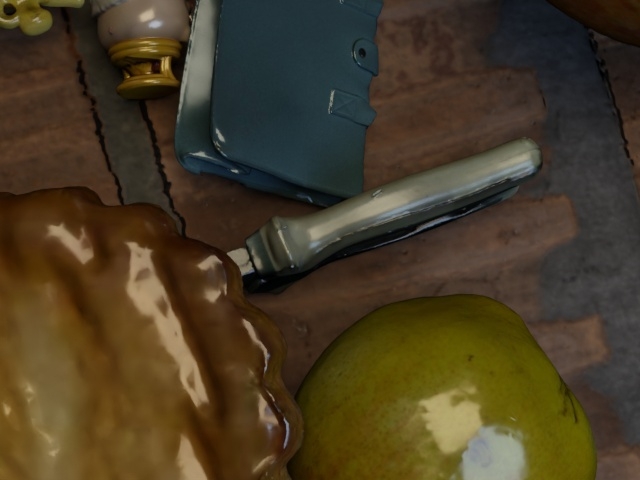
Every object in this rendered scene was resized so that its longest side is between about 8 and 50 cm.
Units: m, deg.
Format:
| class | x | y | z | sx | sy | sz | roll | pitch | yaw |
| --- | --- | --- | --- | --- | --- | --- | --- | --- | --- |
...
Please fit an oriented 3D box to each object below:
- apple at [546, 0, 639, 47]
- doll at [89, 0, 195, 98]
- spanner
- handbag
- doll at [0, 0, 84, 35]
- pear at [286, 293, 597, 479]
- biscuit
| class | x | y | z | sx | sy | sz | roll | pitch | yaw |
| --- | --- | --- | --- | --- | --- | --- | --- | --- | --- |
| apple | 0.292 | -0.302 | 1.047 | 0.400 | 0.400 | 0.333 | -45 | 117 | -14 |
| doll | -0.120 | -0.167 | 1.125 | 0.084 | 0.073 | 0.127 | -1 | 81 | -35 |
| spanner | 0.000 | 0.000 | 1.084 | 0.325 | 0.095 | 0.040 | -20 | 80 | -12 |
| handbag | -0.021 | -0.143 | 1.119 | 0.144 | 0.057 | 0.221 | 14 | 73 | -31 |
| doll | -0.219 | -0.281 | 1.126 | 0.117 | 0.086 | 0.291 | 1 | 74 | -13 |
| pear | 0.070 | 0.133 | 1.015 | 0.200 | 0.200 | 0.200 | 2 | 77 | -7 |
| biscuit | -0.163 | 0.126 | 0.993 | 0.325 | 0.107 | 0.326 | -1 | 86 | 13 |
